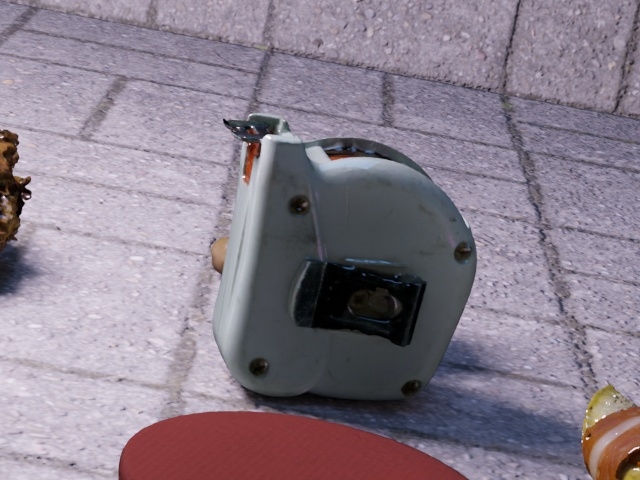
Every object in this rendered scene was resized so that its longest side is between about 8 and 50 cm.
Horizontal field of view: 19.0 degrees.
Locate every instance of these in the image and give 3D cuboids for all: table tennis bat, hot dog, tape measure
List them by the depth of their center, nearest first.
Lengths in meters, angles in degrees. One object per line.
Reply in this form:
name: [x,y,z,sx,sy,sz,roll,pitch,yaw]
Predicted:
table tennis bat: [0.041,0.210,1.476,0.415,0.051,0.268,14,18,17]
hot dog: [0.265,0.202,1.539,0.093,0.123,0.261,-32,19,-5]
tape measure: [0.017,0.023,1.731,0.246,0.243,0.125,6,18,-13]

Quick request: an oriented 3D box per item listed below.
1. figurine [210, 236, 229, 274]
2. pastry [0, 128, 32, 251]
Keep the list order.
figurine: [0.005,0.002,1.921,0.177,0.173,0.247,5,18,-16]
pastry: [-0.407,-0.076,1.883,0.275,0.193,0.275,9,15,-2]
